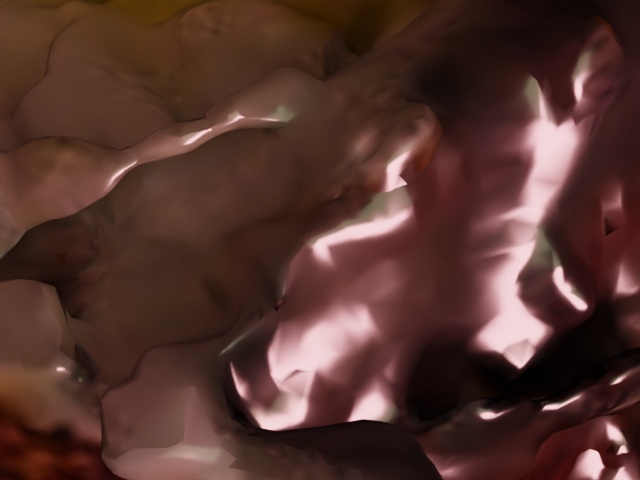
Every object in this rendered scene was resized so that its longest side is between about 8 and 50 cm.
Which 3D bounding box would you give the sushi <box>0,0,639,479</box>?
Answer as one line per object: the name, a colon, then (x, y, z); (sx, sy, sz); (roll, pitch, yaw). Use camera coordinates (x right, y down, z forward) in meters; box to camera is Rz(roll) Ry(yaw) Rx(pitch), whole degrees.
sushi: (-0.002, -0.002, 0.544); (0.299, 0.281, 0.294); (-47, 146, -23)
